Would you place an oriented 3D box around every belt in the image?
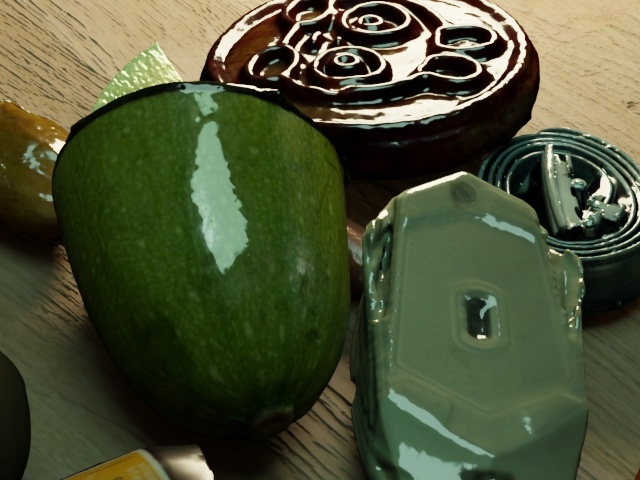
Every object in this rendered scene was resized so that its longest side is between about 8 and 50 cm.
[{"bbox_3d":[0.268,-0.031,2.098,0.206,0.116,0.267,-8,39,-11],"label":"belt"}]

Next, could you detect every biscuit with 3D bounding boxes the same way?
[{"bbox_3d":[0.057,-0.199,2.220,0.407,0.091,0.407,-3,31,2],"label":"biscuit"}]

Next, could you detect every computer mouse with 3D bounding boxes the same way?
[{"bbox_3d":[0.140,0.125,1.877,0.228,0.145,0.429,9,51,-11],"label":"computer mouse"}]

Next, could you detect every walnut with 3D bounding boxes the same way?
[{"bbox_3d":[-0.321,-0.073,2.047,0.137,0.137,0.245,-26,47,-34],"label":"walnut"}]

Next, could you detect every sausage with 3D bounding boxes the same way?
[{"bbox_3d":[0.000,0.000,2.050,0.194,0.077,0.077,28,44,20],"label":"sausage"}]

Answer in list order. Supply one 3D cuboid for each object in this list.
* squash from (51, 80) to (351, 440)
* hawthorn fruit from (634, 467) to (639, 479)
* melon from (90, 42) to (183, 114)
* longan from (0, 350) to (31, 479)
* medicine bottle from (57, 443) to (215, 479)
[{"bbox_3d":[-0.116,0.057,1.838,0.310,0.310,0.309,2,54,-7],"label":"squash"},{"bbox_3d":[0.399,0.298,1.549,0.403,0.403,0.403,5,40,-4],"label":"hawthorn fruit"},{"bbox_3d":[-0.216,-0.122,2.198,0.114,0.053,0.262,30,45,-3],"label":"melon"},{"bbox_3d":[-0.362,0.167,1.650,0.248,0.248,0.248,5,40,-4],"label":"longan"},{"bbox_3d":[-0.240,0.331,1.507,0.395,0.242,0.242,-22,47,-13],"label":"medicine bottle"}]
